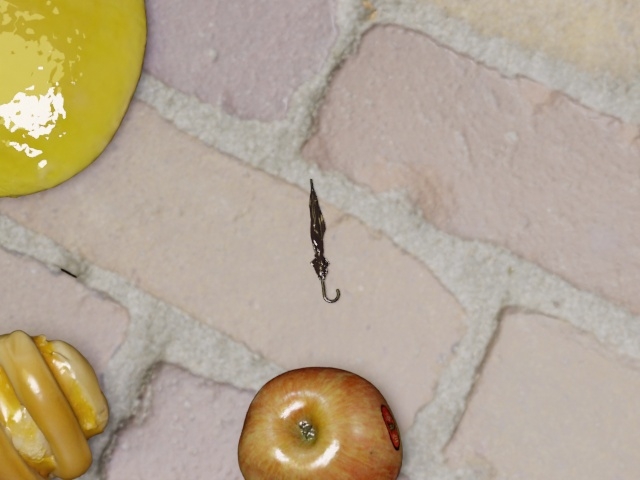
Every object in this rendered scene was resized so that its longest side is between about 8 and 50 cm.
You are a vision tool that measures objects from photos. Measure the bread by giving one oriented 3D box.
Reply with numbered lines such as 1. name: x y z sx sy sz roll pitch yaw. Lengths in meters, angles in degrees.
1. bread: -0.349 0.189 1.595 0.311 0.121 0.172 -20 122 8

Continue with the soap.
1. soap: -0.380 -0.209 1.686 0.427 0.115 0.306 16 79 9

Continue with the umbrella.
1. umbrella: -0.003 0.001 1.644 0.022 0.013 0.122 -11 79 -4

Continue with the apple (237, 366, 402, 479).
1. apple: -0.003 0.183 1.558 0.146 0.131 0.146 -3 77 13
